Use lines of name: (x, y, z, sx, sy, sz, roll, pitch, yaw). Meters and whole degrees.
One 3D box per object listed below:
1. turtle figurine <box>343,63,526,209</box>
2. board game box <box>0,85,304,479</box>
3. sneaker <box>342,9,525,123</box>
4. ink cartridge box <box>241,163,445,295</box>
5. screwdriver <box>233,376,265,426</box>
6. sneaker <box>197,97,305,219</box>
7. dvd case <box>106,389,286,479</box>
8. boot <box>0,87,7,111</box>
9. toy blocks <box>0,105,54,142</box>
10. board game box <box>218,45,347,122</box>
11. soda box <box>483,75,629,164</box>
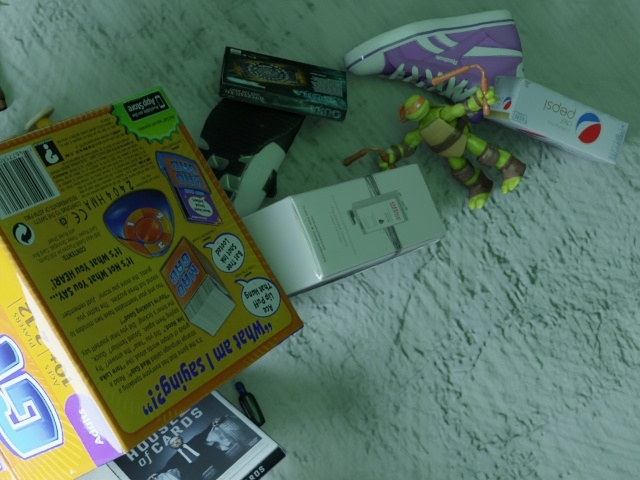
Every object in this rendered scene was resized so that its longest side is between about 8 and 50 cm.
turtle figurine: (0.183, -0.143, 1.820, 0.217, 0.269, 0.087, 42, 33, -21)
board game box: (-0.318, 0.082, 1.496, 0.356, 0.356, 0.356, 59, 37, 0)
sneaker: (0.182, -0.249, 1.857, 0.282, 0.102, 0.161, -12, 87, -13)
ink cartridge box: (0.000, 0.000, 1.667, 0.283, 0.207, 0.117, -18, 85, -49)
screwdriver: (-0.126, 0.192, 1.765, 0.024, 0.025, 0.170, -28, 88, -14)
sneaker: (-0.125, -0.094, 1.775, 0.122, 0.146, 0.330, 23, 53, 19)
dvd case: (-0.176, 0.287, 1.646, 0.179, 0.239, 0.029, -41, 126, -15)
boot: (-0.510, -0.229, 1.748, 0.106, 0.037, 0.114, -18, 88, -26)
toy blocks: (-0.379, -0.098, 1.745, 0.123, 0.054, 0.148, -42, 91, -15)
board game box: (-0.054, -0.229, 1.801, 0.186, 0.126, 0.026, 11, 123, -7)
soda box: (0.356, -0.181, 1.853, 0.216, 0.074, 0.069, 19, 91, -28)
